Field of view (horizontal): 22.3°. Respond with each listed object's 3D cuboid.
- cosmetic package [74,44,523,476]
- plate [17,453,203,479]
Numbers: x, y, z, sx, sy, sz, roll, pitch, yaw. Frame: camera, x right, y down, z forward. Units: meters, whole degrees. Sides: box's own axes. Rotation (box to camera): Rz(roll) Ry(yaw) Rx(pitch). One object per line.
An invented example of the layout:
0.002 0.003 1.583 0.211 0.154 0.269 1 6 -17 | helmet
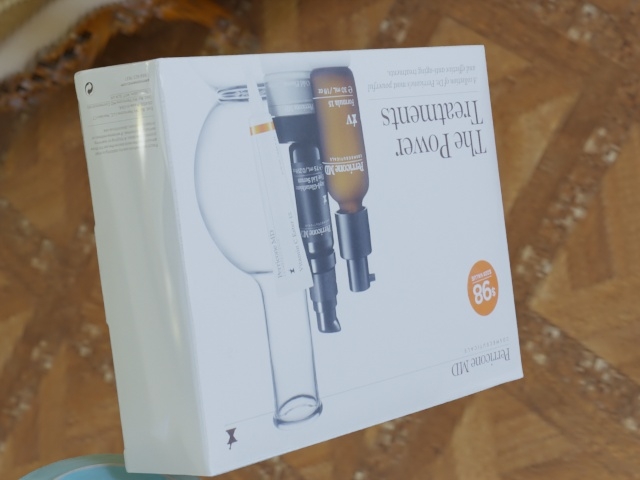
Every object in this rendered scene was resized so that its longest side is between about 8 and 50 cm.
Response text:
0.000 0.000 1.233 0.097 0.377 0.284 -2 96 41 | cosmetic package
-0.138 0.202 1.104 0.188 0.188 0.024 46 137 42 | plate
